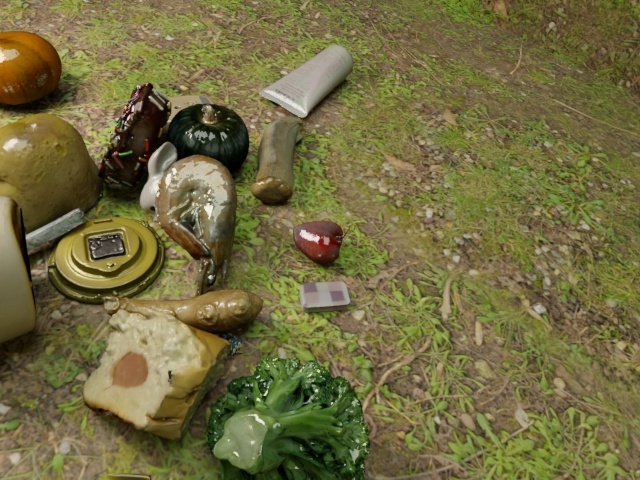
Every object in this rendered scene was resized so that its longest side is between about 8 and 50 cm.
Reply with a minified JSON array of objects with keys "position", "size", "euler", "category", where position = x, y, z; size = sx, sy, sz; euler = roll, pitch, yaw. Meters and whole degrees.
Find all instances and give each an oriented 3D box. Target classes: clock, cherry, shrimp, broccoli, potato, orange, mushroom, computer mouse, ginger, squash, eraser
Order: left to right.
[{"position":[-0.839,-0.470,1.225],"size":[0.240,0.171,0.240],"euler":[-1,40,1],"category":"orange"},{"position":[-0.618,-0.166,0.985],"size":[0.243,0.242,0.285],"euler":[23,46,8],"category":"potato"},{"position":[-0.456,0.024,0.955],"size":[0.237,0.057,0.237],"euler":[6,47,-7],"category":"clock"},{"position":[-0.405,-0.345,1.270],"size":[0.237,0.082,0.145],"euler":[-18,56,-23],"category":"computer mouse"},{"position":[-0.259,0.135,0.858],"size":[0.295,0.131,0.086],"euler":[1,85,-10],"category":"ginger"},{"position":[-0.264,-0.029,0.943],"size":[0.168,0.077,0.317],"euler":[4,79,-11],"category":"shrimp"},{"position":[-0.289,-0.259,1.159],"size":[0.218,0.172,0.218],"euler":[14,61,-28],"category":"squash"},{"position":[-0.113,-0.237,1.238],"size":[0.123,0.095,0.351],"euler":[25,47,-16],"category":"mushroom"},{"position":[-0.058,0.307,0.692],"size":[0.269,0.241,0.261],"euler":[2,64,28],"category":"broccoli"},{"position":[0.002,-0.001,1.056],"size":[0.126,0.086,0.106],"euler":[23,53,33],"category":"cherry"},{"position":[0.009,0.124,0.988],"size":[0.105,0.026,0.065],"euler":[-1,53,-13],"category":"eraser"}]

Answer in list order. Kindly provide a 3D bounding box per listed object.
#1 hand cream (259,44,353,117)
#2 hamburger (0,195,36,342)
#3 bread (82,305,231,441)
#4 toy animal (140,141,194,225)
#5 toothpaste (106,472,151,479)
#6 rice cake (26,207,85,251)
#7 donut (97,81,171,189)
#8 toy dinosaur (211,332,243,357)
[{"position":[-0.025,-0.540,1.519],"size":[0.186,0.118,0.358],"euler":[34,59,14],"category":"hand cream"},{"position":[-0.594,0.055,0.755],"size":[0.179,0.276,0.294],"euler":[-7,46,-32],"category":"hamburger"},{"position":[-0.273,0.208,0.717],"size":[0.224,0.211,0.183],"euler":[19,69,-5],"category":"bread"},{"position":[-0.308,-0.115,1.038],"size":[0.193,0.127,0.178],"euler":[12,77,-15],"category":"toy animal"},{"position":[-0.278,0.481,0.575],"size":[0.071,0.089,0.312],"euler":[9,47,-14],"category":"toothpaste"},{"position":[-0.597,-0.005,0.936],"size":[0.211,0.034,0.043],"euler":[-34,25,-23],"category":"rice cake"},{"position":[-0.441,-0.244,1.070],"size":[0.103,0.269,0.269],"euler":[23,44,-25],"category":"donut"},{"position":[-0.192,0.208,0.868],"size":[0.083,0.030,0.047],"euler":[-2,48,-13],"category":"toy dinosaur"}]
